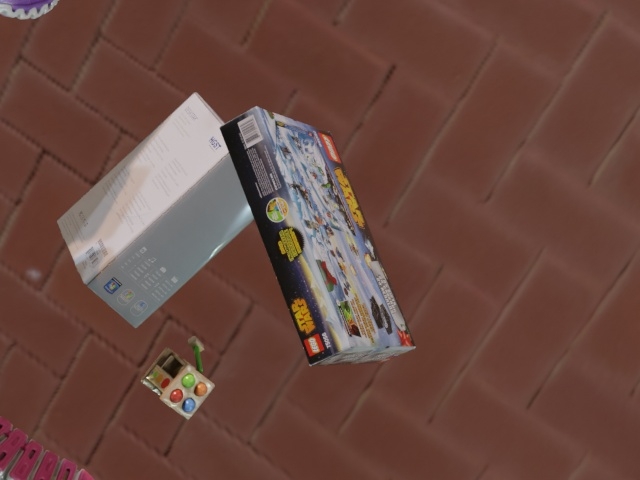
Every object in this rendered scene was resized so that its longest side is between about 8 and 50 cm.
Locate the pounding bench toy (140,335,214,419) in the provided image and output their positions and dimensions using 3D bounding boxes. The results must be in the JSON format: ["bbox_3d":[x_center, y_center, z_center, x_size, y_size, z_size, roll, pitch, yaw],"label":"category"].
[{"bbox_3d":[-0.159,0.159,1.511,0.083,0.052,0.065,-52,38,-7],"label":"pounding bench toy"}]

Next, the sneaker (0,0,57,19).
[{"bbox_3d":[-0.289,-0.310,1.359,0.095,0.236,0.104,35,128,20],"label":"sneaker"}]

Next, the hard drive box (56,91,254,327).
[{"bbox_3d":[-0.178,-0.040,1.464,0.232,0.181,0.089,-43,123,2],"label":"hard drive box"}]

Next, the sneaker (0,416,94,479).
[{"bbox_3d":[-0.247,0.211,1.054,0.170,0.063,0.075,42,127,-15],"label":"sneaker"}]

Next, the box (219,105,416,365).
[{"bbox_3d":[0.000,0.000,0.682,0.027,0.094,0.137,-27,74,22],"label":"box"}]
